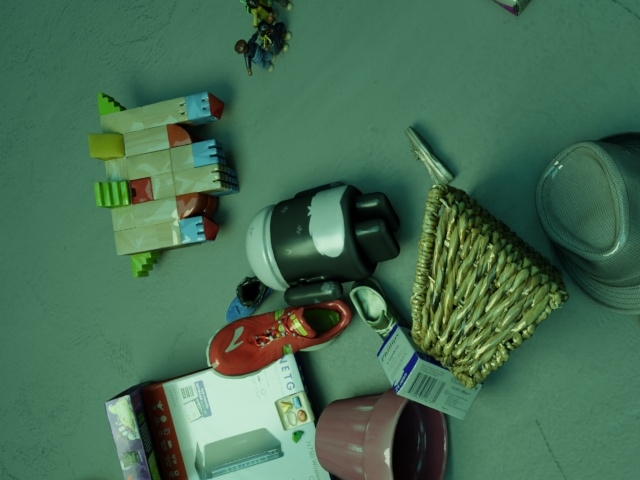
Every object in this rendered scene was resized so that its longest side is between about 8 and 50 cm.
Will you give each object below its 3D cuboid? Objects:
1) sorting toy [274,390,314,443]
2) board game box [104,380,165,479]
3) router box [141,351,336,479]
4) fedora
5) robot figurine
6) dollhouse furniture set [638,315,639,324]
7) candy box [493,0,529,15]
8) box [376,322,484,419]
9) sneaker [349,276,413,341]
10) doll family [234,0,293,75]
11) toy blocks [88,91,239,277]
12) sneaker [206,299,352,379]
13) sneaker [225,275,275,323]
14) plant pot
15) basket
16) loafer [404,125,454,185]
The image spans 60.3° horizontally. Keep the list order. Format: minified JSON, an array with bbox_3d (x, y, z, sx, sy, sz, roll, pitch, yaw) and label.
[{"bbox_3d":[-0.043,0.325,1.007,0.061,0.012,0.083,-21,83,1],"label":"sorting toy"},{"bbox_3d":[-0.340,0.388,1.066,0.056,0.347,0.208,-11,82,-13],"label":"board game box"},{"bbox_3d":[-0.147,0.396,1.055,0.300,0.082,0.336,-18,83,2],"label":"router box"},{"bbox_3d":[0.406,-0.040,0.786,0.243,0.124,0.276,-43,44,45],"label":"fedora"},{"bbox_3d":[0.001,0.000,0.996,0.277,0.209,0.174,-12,103,22],"label":"robot figurine"},{"bbox_3d":[0.589,0.074,0.795,0.183,0.129,0.129,2,92,-7],"label":"dollhouse furniture set"},{"bbox_3d":[0.337,-0.518,0.902,0.159,0.071,0.233,43,105,16],"label":"candy box"},{"bbox_3d":[0.176,0.211,0.908,0.126,0.137,0.072,25,100,-14],"label":"box"},{"bbox_3d":[0.115,0.151,0.992,0.064,0.086,0.192,-40,77,17],"label":"sneaker"},{"bbox_3d":[-0.111,-0.418,1.068,0.075,0.111,0.193,1,91,22],"label":"doll family"},{"bbox_3d":[-0.294,-0.130,1.130,0.260,0.190,0.382,-9,87,11],"label":"toy blocks"},{"bbox_3d":[-0.067,0.156,0.971,0.108,0.278,0.118,65,148,15],"label":"sneaker"},{"bbox_3d":[-0.153,0.121,1.104,0.152,0.084,0.058,-41,76,18],"label":"sneaker"},{"bbox_3d":[0.098,0.350,0.956,0.180,0.201,0.202,-5,88,39],"label":"plant pot"},{"bbox_3d":[0.213,0.065,0.838,0.223,0.299,0.213,43,107,14],"label":"basket"},{"bbox_3d":[0.186,-0.147,0.985,0.039,0.045,0.125,-43,78,24],"label":"loafer"}]
